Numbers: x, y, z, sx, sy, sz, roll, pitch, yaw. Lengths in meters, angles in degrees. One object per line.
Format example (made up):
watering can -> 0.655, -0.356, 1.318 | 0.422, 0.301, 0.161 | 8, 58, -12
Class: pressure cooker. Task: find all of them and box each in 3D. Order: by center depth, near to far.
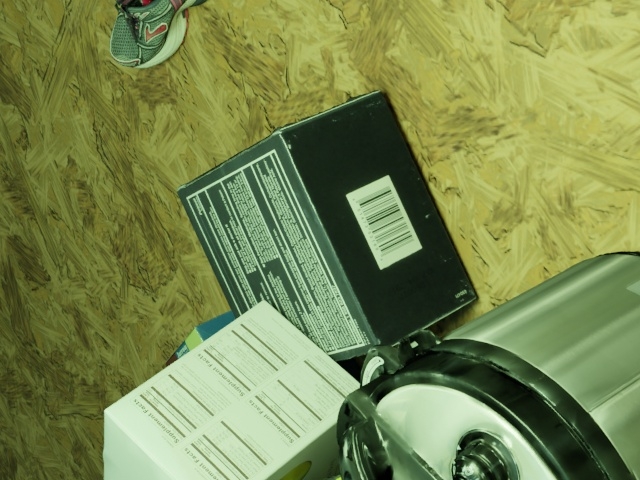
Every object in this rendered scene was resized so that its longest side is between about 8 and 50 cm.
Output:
pressure cooker -> 0.237, 0.233, 1.364 | 0.370, 0.420, 0.375 | -9, 103, 54

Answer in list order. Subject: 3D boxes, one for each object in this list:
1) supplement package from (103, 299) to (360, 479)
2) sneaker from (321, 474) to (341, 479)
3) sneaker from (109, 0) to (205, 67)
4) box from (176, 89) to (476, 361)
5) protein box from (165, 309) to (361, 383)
supplement package -> -0.107, 0.255, 1.673 | 0.198, 0.263, 0.199 | 40, 144, 23
sneaker -> 0.040, 0.402, 1.660 | 0.121, 0.111, 0.300 | -112, 5, -50
sneaker -> -0.252, -0.346, 1.944 | 0.121, 0.112, 0.299 | 59, 146, 10
box -> 0.000, 0.000, 1.749 | 0.294, 0.183, 0.296 | -22, 93, 55
protein box -> -0.076, 0.196, 1.953 | 0.200, 0.201, 0.136 | 58, 145, 12
